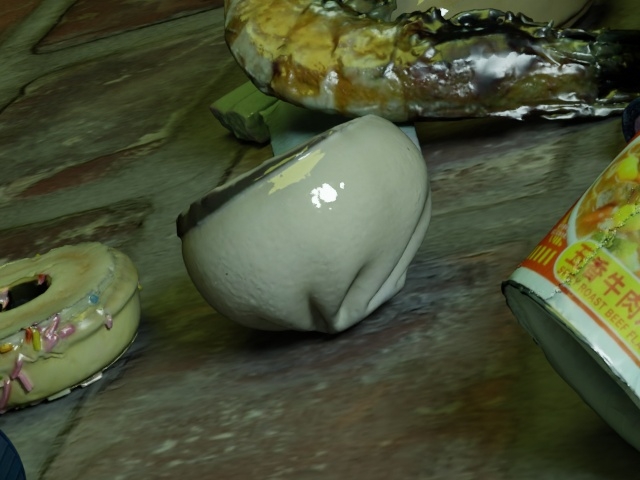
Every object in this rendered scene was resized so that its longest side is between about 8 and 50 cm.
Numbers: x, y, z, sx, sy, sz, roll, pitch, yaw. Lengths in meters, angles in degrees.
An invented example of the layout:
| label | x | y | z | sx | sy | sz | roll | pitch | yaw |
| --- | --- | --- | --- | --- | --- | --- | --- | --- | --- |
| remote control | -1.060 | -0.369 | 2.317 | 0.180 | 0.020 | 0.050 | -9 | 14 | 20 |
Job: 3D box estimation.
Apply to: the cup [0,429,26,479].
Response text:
| label | x | y | z | sx | sy | sz | roll | pitch | yaw |
| --- | --- | --- | --- | --- | --- | --- | --- | --- | --- |
| cup | -0.238 | 0.186 | 1.055 | 0.113 | 0.150 | 0.138 | 15 | 26 | -4 |

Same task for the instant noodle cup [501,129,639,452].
| label | x | y | z | sx | sy | sz | roll | pitch | yaw |
| --- | --- | --- | --- | --- | --- | --- | --- | --- | --- |
| instant noodle cup | 0.211 | 0.000 | 0.962 | 0.212 | 0.193 | 0.193 | -42 | 26 | -6 |

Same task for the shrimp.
| label | x | y | z | sx | sy | sz | roll | pitch | yaw |
| --- | --- | --- | --- | --- | --- | --- | --- | --- | --- |
| shrimp | 0.106 | -0.183 | 1.467 | 0.365 | 0.071 | 0.233 | 0 | 50 | 4 |

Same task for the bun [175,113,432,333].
| label | x | y | z | sx | sy | sz | roll | pitch | yaw |
| --- | --- | --- | --- | --- | --- | --- | --- | --- | --- |
| bun | 0.000 | 0.000 | 1.226 | 0.173 | 0.120 | 0.173 | -29 | -3 | -2 |

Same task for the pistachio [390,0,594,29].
| label | x | y | z | sx | sy | sz | roll | pitch | yaw |
| --- | --- | --- | --- | --- | --- | --- | --- | --- | --- |
| pistachio | 0.143 | -0.212 | 1.589 | 0.226 | 0.135 | 0.136 | -33 | 26 | -22 |

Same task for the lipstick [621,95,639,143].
| label | x | y | z | sx | sy | sz | roll | pitch | yaw |
| --- | --- | --- | --- | --- | --- | --- | --- | --- | --- |
| lipstick | 0.304 | -0.123 | 1.353 | 0.053 | 0.053 | 0.234 | 4 | 28 | 45 |

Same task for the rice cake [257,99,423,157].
| label | x | y | z | sx | sy | sz | roll | pitch | yaw |
| --- | --- | --- | --- | --- | --- | --- | --- | --- | --- |
| rice cake | 0.018 | -0.081 | 1.494 | 0.127 | 0.043 | 0.237 | -19 | 23 | 1 |

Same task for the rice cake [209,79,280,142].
| label | x | y | z | sx | sy | sz | roll | pitch | yaw |
| --- | --- | --- | --- | --- | --- | --- | --- | --- | --- |
| rice cake | 0.002 | -0.152 | 1.673 | 0.222 | 0.042 | 0.080 | -33 | 27 | -26 |

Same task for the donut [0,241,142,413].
| label | x | y | z | sx | sy | sz | roll | pitch | yaw |
| --- | --- | --- | --- | --- | --- | --- | --- | --- | --- |
| donut | -0.202 | 0.063 | 1.327 | 0.175 | 0.068 | 0.174 | -20 | 21 | 8 |
